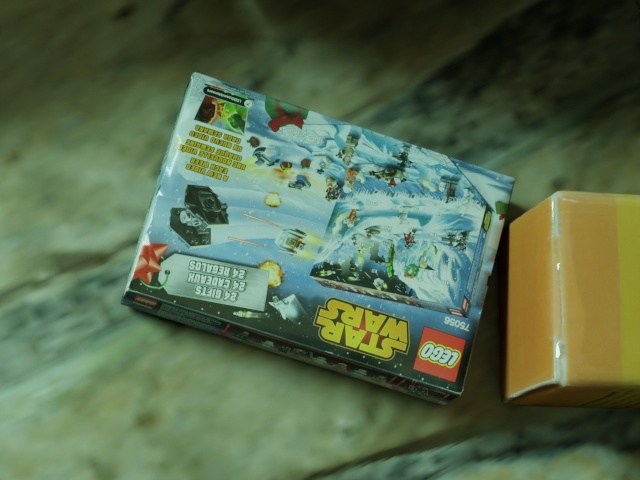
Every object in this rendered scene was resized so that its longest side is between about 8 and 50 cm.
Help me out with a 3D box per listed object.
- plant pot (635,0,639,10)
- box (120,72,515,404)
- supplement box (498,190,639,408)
[{"bbox_3d":[0.049,-0.194,0.740,0.229,0.263,0.263,-10,79,5],"label":"plant pot"},{"bbox_3d":[0.000,0.000,0.774,0.137,0.027,0.094,18,72,-7],"label":"box"},{"bbox_3d":[0.192,0.029,0.784,0.233,0.080,0.078,3,77,-10],"label":"supplement box"}]
